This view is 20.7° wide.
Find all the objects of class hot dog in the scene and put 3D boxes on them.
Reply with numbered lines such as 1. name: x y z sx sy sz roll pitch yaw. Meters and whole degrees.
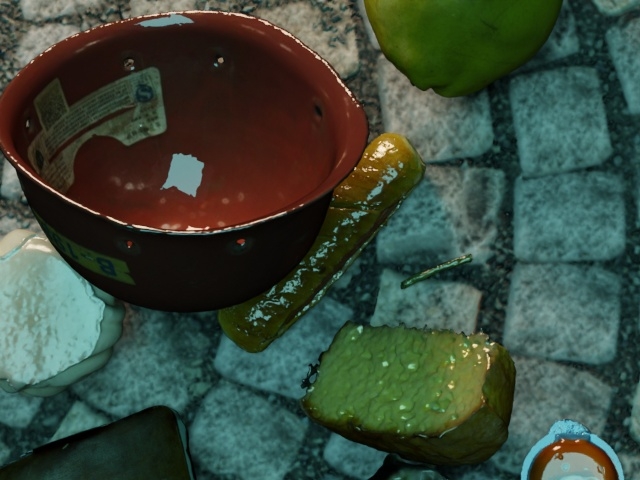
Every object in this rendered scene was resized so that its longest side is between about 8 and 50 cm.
1. hot dog: 0.000 0.000 1.852 0.088 0.061 0.286 39 89 21

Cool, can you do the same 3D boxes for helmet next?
1. helmet: -0.132 -0.046 1.769 0.385 0.230 0.337 27 47 27

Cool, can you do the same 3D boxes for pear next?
1. pear: 0.148 -0.280 1.786 0.212 0.212 0.269 19 93 9

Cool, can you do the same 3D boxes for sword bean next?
1. sword bean: 0.122 0.032 1.855 0.083 0.012 0.012 -22 82 7

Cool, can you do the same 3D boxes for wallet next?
1. wallet: -0.255 0.261 1.846 0.255 0.031 0.137 -19 49 3

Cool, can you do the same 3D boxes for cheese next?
1. cheese: 0.259 0.311 1.792 0.106 0.037 0.256 0 83 9

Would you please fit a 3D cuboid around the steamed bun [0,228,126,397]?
1. steamed bun: -0.297 0.080 1.861 0.183 0.106 0.182 0 88 9

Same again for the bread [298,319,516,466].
1. bread: 0.112 0.164 1.777 0.260 0.134 0.129 5 64 47

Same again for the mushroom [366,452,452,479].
1. mushroom: 0.125 0.386 1.755 0.247 0.130 0.344 -37 85 6
